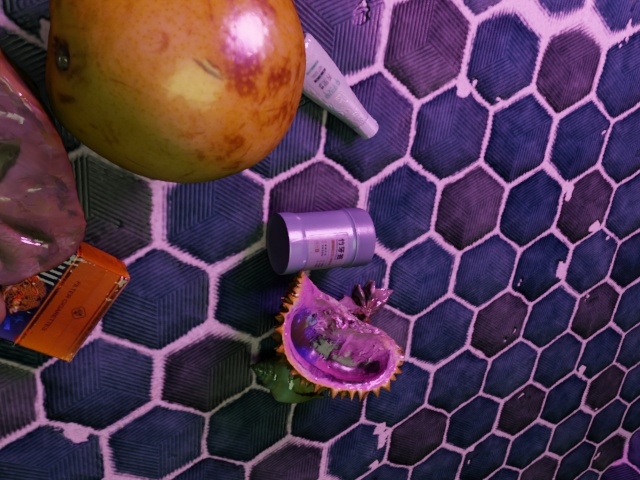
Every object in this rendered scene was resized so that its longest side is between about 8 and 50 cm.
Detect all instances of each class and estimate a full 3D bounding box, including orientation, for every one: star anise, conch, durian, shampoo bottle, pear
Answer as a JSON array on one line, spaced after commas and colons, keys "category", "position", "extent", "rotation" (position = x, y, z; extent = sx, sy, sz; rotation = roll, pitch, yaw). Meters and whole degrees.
[{"category": "star anise", "position": [0.065, 0.125, 1.026], "extent": [0.129, 0.056, 0.124], "rotation": [19, 108, -44]}, {"category": "conch", "position": [-0.045, 0.251, 1.019], "extent": [0.201, 0.079, 0.095], "rotation": [11, 101, -47]}, {"category": "durian", "position": [0.014, 0.180, 0.958], "extent": [0.260, 0.186, 0.153], "rotation": [35, 83, -11]}, {"category": "shampoo bottle", "position": [0.019, -0.222, 0.841], "extent": [0.191, 0.041, 0.069], "rotation": [38, 87, -37]}, {"category": "pear", "position": [-0.153, -0.196, 0.605], "extent": [0.281, 0.281, 0.280], "rotation": [-13, 119, -24]}]

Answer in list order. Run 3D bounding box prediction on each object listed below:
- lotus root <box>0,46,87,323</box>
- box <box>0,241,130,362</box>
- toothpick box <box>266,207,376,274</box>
[{"category": "lotus root", "position": [-0.430, -0.043, 0.514], "extent": [0.375, 0.111, 0.390], "rotation": [28, 109, -40]}, {"category": "box", "position": [-0.397, 0.049, 0.727], "extent": [0.237, 0.070, 0.152], "rotation": [34, 94, -38]}, {"category": "toothpick box", "position": [0.000, 0.000, 0.904], "extent": [0.153, 0.101, 0.101], "rotation": [-5, 116, -26]}]
